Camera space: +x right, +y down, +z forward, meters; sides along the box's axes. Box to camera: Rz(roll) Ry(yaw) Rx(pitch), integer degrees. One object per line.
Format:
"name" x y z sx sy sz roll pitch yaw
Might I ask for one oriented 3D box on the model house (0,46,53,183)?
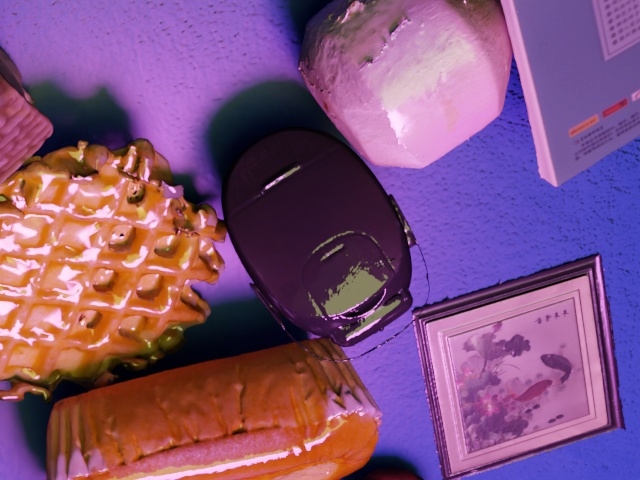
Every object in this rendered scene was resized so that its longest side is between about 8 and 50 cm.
"model house" -0.370 -0.119 1.250 0.261 0.266 0.321 -42 117 -3

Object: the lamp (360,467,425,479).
"lamp" 0.068 0.264 1.636 0.101 0.090 0.101 9 75 -34

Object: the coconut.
"coconut" 0.080 -0.156 1.431 0.183 0.171 0.171 -40 117 -1

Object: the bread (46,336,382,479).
"bread" -0.099 0.172 1.499 0.288 0.119 0.152 -12 153 -13

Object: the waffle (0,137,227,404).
"waffle" -0.209 0.036 1.442 0.281 0.060 0.262 -33 130 -6

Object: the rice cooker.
"rice cooker" 0.001 0.001 1.470 0.142 0.118 0.203 -31 89 -3

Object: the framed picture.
"framed picture" 0.193 0.126 1.663 0.195 0.010 0.199 -16 114 -11

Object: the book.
"book" 0.257 -0.244 1.400 0.264 0.031 0.379 -31 133 -13
